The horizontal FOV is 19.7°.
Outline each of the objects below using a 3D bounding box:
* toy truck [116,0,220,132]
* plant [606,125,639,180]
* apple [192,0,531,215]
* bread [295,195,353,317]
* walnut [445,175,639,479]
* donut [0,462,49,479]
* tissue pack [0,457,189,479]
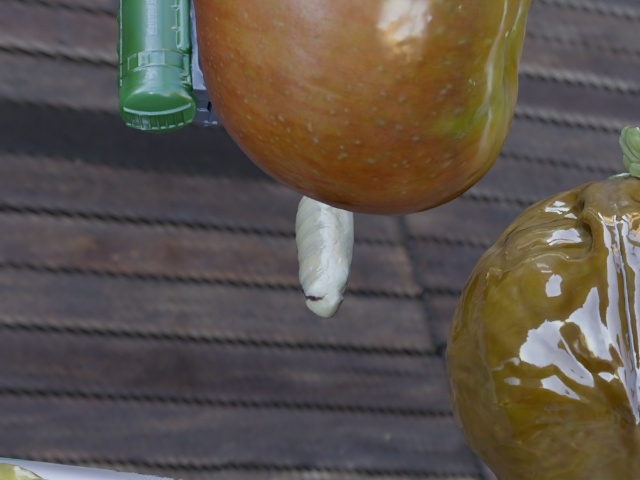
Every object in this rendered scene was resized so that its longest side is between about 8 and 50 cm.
[{"bbox_3d":[-0.148,-0.221,1.901,0.125,0.101,0.242,3,60,-8],"label":"toy truck"},{"bbox_3d":[0.449,-0.025,2.074,0.297,0.261,0.305,-8,72,-57],"label":"plant"},{"bbox_3d":[0.021,-0.126,0.934,0.173,0.234,0.210,9,21,8],"label":"apple"},{"bbox_3d":[0.001,0.001,1.895,0.053,0.073,0.214,19,34,-13],"label":"bread"},{"bbox_3d":[0.289,0.096,1.684,0.398,0.354,0.308,-68,138,-77],"label":"walnut"},{"bbox_3d":[-0.187,0.321,1.084,0.435,0.377,0.163,36,42,16],"label":"donut"},{"bbox_3d":[-0.218,0.273,1.462,0.357,0.266,0.193,7,83,5],"label":"tissue pack"}]
